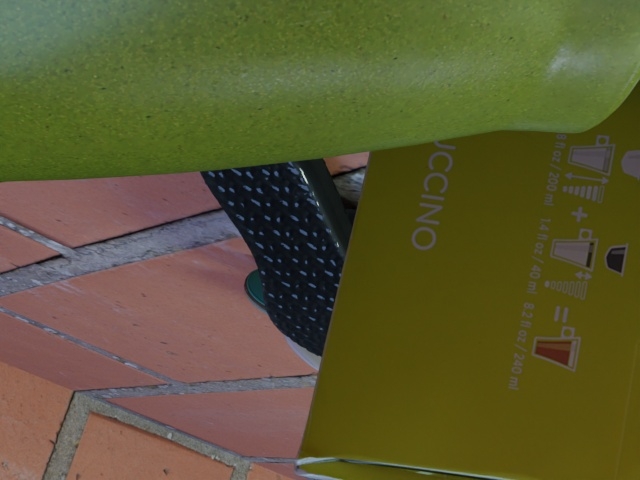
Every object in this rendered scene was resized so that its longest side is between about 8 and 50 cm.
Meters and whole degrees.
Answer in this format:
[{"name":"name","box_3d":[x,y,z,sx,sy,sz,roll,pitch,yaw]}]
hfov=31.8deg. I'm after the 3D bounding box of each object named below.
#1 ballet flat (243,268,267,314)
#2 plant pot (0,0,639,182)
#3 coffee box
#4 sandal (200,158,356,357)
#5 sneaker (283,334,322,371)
[{"name":"ballet flat","box_3d":[0.009,0.087,1.490,0.222,0.076,0.079,9,163,8]},{"name":"plant pot","box_3d":[-0.030,-0.183,0.510,0.353,0.366,0.366,5,160,-6]},{"name":"coffee box","box_3d":[0.205,0.056,0.828,0.338,0.337,0.334,10,166,14]},{"name":"sandal","box_3d":[0.002,-0.001,1.258,0.168,0.107,0.445,8,145,23]},{"name":"sneaker","box_3d":[0.076,0.177,1.601,0.305,0.114,0.152,22,157,-15]}]
